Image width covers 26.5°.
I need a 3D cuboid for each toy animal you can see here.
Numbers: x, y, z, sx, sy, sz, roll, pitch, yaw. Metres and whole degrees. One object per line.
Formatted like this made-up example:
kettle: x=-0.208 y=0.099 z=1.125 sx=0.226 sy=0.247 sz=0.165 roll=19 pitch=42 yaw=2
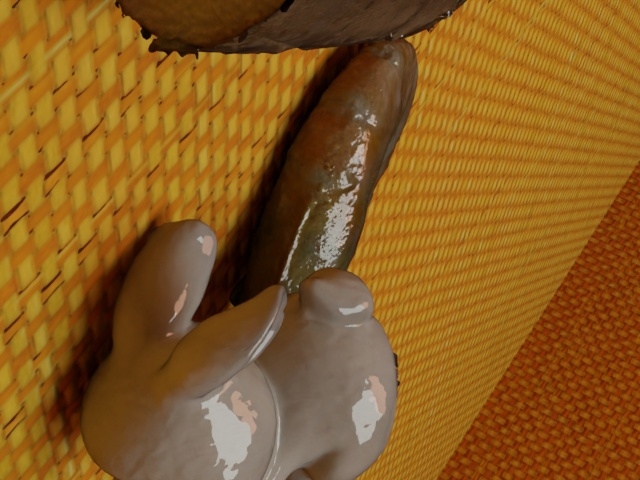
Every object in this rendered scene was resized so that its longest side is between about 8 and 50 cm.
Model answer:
toy animal: x=-0.045 y=0.085 z=0.838 sx=0.193 sy=0.127 sz=0.178 roll=12 pitch=115 yaw=-43

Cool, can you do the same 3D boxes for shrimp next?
shrimp: x=0.000 y=0.000 z=0.997 sx=0.317 sy=0.077 sz=0.168 roll=-67 pitch=166 yaw=5

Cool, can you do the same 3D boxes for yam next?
yam: x=0.000 y=-0.156 z=0.654 sx=0.238 sy=0.129 sz=0.128 roll=-22 pitch=106 yaw=-63
